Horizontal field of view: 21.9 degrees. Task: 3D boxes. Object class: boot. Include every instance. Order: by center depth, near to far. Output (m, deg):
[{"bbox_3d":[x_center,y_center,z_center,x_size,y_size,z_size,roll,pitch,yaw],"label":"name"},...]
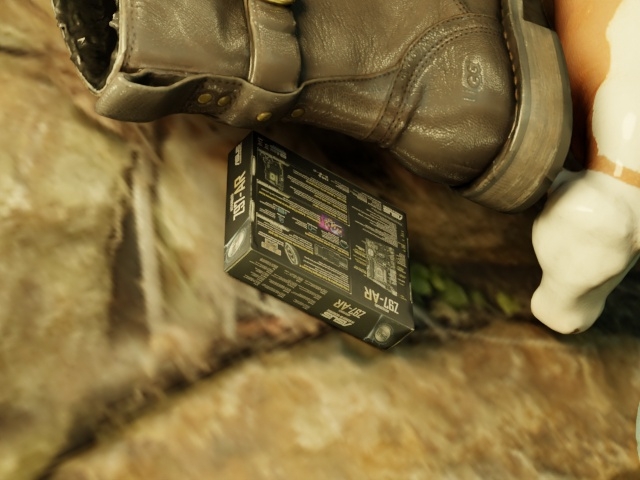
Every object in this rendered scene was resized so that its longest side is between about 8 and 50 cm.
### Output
[{"bbox_3d":[-0.016,-0.126,0.713,0.229,0.091,0.263,15,38,-28],"label":"boot"}]

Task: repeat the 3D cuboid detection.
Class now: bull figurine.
[{"bbox_3d":[0.161,-0.101,0.806,0.188,0.101,0.310,33,62,-69],"label":"bull figurine"}]

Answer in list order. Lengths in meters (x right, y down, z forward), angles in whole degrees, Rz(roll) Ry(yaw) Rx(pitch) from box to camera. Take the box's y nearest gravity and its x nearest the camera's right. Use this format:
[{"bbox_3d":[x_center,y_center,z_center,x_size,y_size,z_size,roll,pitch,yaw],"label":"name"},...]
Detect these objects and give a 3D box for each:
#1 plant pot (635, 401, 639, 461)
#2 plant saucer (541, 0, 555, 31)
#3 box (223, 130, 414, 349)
[{"bbox_3d":[0.377,0.121,0.721,0.334,0.341,0.341,50,35,-12],"label":"plant pot"},{"bbox_3d":[0.227,-0.133,0.960,0.199,0.036,0.198,11,46,-11],"label":"plant saucer"},{"bbox_3d":[0.000,0.000,0.672,0.083,0.018,0.067,27,41,-28],"label":"box"}]
